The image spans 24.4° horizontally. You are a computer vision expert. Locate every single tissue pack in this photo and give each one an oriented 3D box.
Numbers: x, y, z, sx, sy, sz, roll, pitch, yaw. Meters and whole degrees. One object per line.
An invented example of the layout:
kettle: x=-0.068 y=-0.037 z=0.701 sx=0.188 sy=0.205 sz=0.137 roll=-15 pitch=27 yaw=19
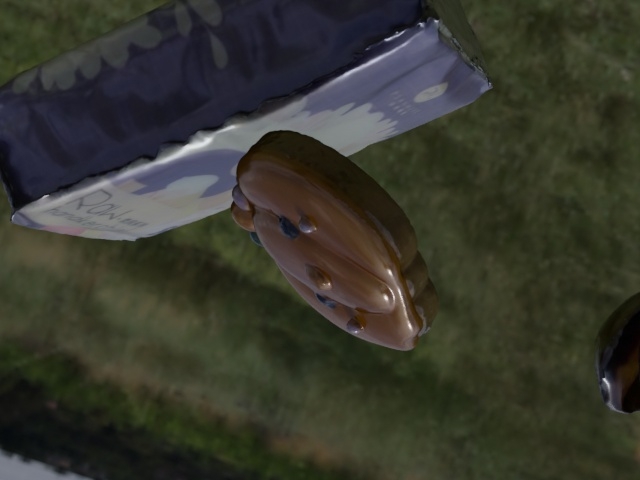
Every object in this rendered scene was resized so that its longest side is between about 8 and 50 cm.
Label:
tissue pack: x=-0.058 y=-0.110 z=1.114 sx=0.343 sy=0.125 sz=0.242 roll=-24 pitch=170 yaw=13

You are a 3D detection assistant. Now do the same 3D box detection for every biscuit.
biscuit: x=-0.003 y=0.003 z=0.940 sx=0.170 sy=0.050 sz=0.170 roll=38 pitch=159 yaw=18

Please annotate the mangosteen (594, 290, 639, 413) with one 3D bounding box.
mangosteen: x=0.275 y=0.065 z=0.846 sx=0.228 sy=0.228 sz=0.265 roll=22 pitch=176 yaw=-27
